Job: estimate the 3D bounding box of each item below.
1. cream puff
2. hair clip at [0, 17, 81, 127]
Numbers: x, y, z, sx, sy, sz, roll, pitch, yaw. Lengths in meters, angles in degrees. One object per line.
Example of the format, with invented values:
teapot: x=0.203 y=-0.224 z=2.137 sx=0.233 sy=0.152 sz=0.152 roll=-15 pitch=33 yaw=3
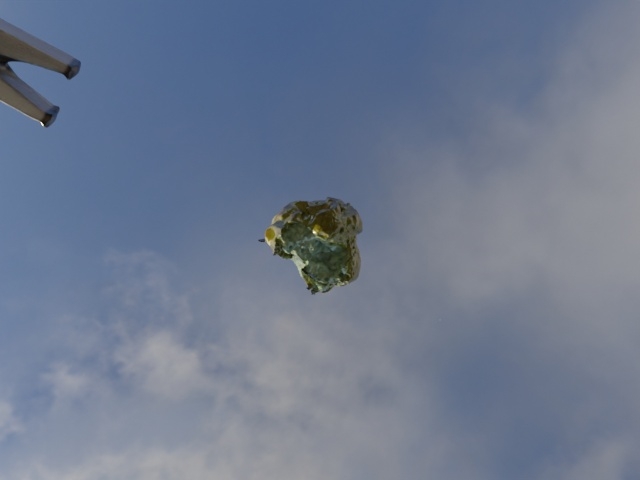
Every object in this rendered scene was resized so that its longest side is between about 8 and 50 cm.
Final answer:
cream puff: x=0.001 y=-0.001 z=0.833 sx=0.156 sy=0.121 sz=0.156 roll=3 pitch=-59 yaw=5
hair clip: x=-0.511 y=-0.288 z=0.775 sx=0.331 sy=0.085 sz=0.101 roll=28 pitch=-69 yaw=-26
